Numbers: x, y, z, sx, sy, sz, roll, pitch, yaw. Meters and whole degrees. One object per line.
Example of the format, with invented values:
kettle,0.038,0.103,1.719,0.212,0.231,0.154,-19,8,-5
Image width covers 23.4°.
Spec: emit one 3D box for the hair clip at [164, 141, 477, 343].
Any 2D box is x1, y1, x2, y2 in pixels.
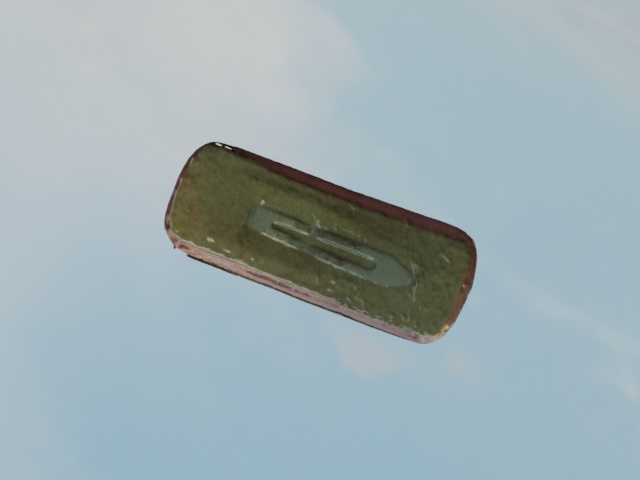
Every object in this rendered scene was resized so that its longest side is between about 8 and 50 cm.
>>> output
hair clip,0.000,0.001,0.668,0.137,0.054,0.022,20,174,12
